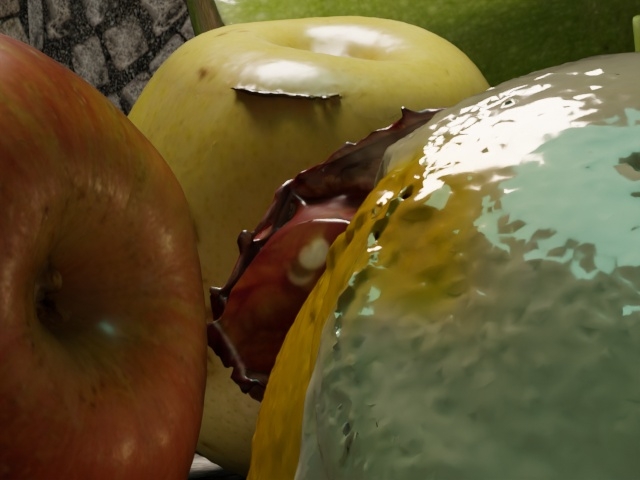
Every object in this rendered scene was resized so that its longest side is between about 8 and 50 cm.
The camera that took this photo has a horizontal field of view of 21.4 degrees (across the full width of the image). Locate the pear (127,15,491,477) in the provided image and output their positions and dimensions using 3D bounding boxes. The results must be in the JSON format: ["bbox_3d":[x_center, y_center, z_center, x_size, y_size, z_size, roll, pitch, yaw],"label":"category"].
[{"bbox_3d":[0.000,0.000,1.079,0.309,0.309,0.309,-3,-1,0],"label":"pear"}]

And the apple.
[{"bbox_3d":[-0.176,0.035,0.662,0.241,0.242,0.242,-10,-4,28],"label":"apple"}]

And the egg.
[{"bbox_3d":[0.128,0.039,0.546,0.337,0.201,0.337,-2,1,0],"label":"egg"}]

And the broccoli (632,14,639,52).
[{"bbox_3d":[0.262,0.009,1.181,0.375,0.302,0.249,5,36,44],"label":"broccoli"}]

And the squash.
[{"bbox_3d":[0.103,-0.171,1.357,0.384,0.263,0.263,-20,1,-8],"label":"squash"}]

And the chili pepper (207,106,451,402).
[{"bbox_3d":[0.075,0.052,0.771,0.136,0.144,0.253,7,-22,37],"label":"chili pepper"}]
